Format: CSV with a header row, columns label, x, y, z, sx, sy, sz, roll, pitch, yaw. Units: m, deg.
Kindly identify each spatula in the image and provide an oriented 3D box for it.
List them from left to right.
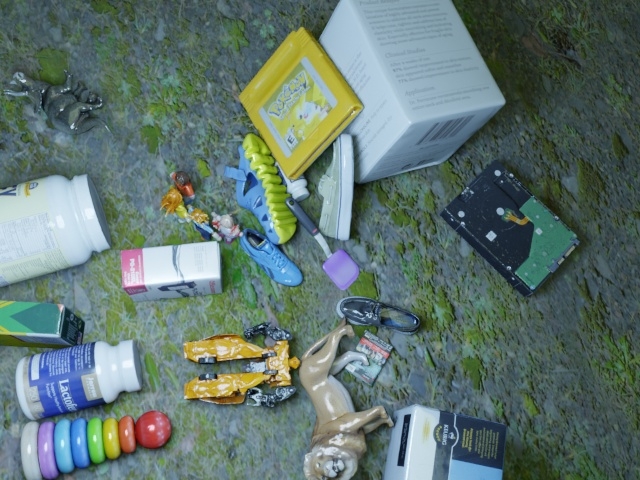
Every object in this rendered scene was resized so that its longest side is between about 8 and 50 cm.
label,x,y,z,sx,sy,sz,roll,pitch,yaw
spatula,0.000,0.000,1.726,0.084,0.030,0.296,-42,107,-17

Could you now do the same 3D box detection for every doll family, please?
label,x,y,z,sx,sy,sz,roll,pitch,yaw
doll family,-0.331,-0.067,1.680,0.263,0.163,0.118,42,73,7

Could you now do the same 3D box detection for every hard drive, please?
label,x,y,z,sx,sy,sz,roll,pitch,yaw
hard drive,0.540,-0.037,1.820,0.339,0.064,0.237,44,73,9

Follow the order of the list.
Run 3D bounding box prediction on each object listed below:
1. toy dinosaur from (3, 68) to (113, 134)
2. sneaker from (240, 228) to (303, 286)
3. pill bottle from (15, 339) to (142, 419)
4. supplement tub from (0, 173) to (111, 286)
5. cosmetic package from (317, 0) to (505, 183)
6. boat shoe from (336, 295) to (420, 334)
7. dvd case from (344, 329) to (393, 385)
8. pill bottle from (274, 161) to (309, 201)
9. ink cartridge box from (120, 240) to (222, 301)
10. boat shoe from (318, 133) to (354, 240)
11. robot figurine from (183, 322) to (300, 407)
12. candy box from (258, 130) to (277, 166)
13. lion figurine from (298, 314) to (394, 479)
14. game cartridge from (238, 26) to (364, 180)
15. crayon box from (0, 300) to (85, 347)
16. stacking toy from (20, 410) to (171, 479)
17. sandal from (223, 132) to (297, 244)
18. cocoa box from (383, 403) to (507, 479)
label,x,y,z,sx,sy,sz,roll,pitch,yaw
toy dinosaur,-0.698,-0.364,1.777,0.313,0.121,0.160,40,85,2
sneaker,-0.133,0.046,1.711,0.209,0.082,0.069,40,71,5
pill bottle,-0.571,0.326,1.534,0.264,0.153,0.153,-12,74,-10
supplement tub,-0.711,-0.029,1.589,0.324,0.235,0.236,-17,75,-12
cosmetic package,0.214,-0.423,1.736,0.329,0.327,0.394,-16,74,-26
boat shoe,0.157,0.197,1.696,0.228,0.076,0.080,19,71,0
dvd case,0.127,0.310,1.691,0.087,0.013,0.119,31,71,4
pill bottle,-0.077,-0.171,1.792,0.067,0.067,0.120,-23,76,-13
ink cartridge box,-0.370,0.082,1.624,0.237,0.172,0.100,-5,73,-8
boat shoe,0.040,-0.135,1.703,0.094,0.109,0.302,3,115,2
robot figurine,-0.195,0.317,1.611,0.290,0.085,0.211,-3,73,-5
candy box,-0.127,-0.319,1.854,0.105,0.027,0.206,-18,75,-7
lion figurine,0.029,0.400,1.602,0.240,0.142,0.392,-23,61,5
game cartridge,-0.065,-0.373,1.724,0.285,0.052,0.324,-44,64,26
crayon box,-0.752,0.201,1.528,0.318,0.202,0.081,4,72,-6
stacking toy,-0.522,0.474,1.518,0.330,0.141,0.141,-7,73,-16
sandal,-0.168,-0.126,1.740,0.138,0.126,0.317,-30,70,22
cocoa box,0.279,0.587,1.504,0.227,0.231,0.347,12,71,-3
